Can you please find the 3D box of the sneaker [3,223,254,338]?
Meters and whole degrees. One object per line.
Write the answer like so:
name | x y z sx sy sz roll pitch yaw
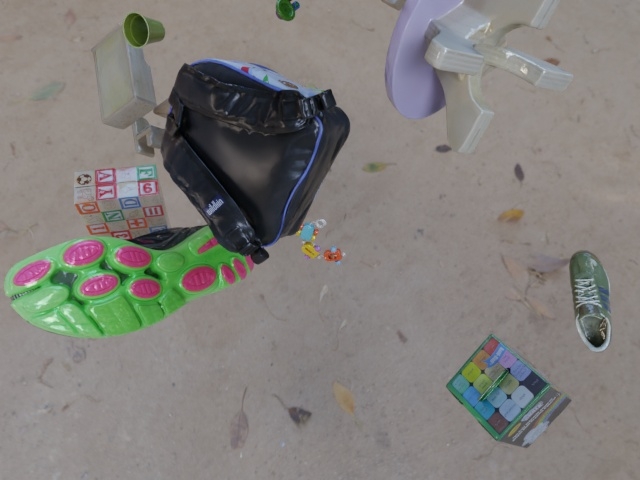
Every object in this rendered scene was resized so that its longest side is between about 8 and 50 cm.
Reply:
sneaker | -0.346 0.072 0.938 0.483 0.202 0.185 -11 89 -50

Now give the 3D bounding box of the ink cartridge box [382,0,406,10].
ink cartridge box | 0.175 -0.721 1.168 0.235 0.193 0.088 23 25 -45

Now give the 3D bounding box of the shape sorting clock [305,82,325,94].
shape sorting clock | 0.010 -0.456 1.668 0.206 0.040 0.206 41 33 -35

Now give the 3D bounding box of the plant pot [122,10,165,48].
plant pot | -0.436 -0.527 1.201 0.083 0.083 0.079 32 31 10

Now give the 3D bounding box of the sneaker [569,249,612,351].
sneaker | 0.506 0.118 0.891 0.086 0.064 0.192 -18 96 -57

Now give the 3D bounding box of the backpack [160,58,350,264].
backpack | -0.108 -0.154 0.749 0.263 0.276 0.213 33 23 11

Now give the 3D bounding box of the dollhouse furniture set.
dollhouse furniture set | -0.471 -0.454 1.491 0.394 0.362 0.256 8 66 -57

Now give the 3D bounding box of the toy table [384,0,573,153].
toy table | 0.218 -0.267 0.675 0.252 0.274 0.160 -11 47 -22

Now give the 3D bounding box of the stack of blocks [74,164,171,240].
stack of blocks | -0.458 -0.048 1.152 0.171 0.297 0.087 -9 61 -13

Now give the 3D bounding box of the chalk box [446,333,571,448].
chalk box | 0.445 0.362 1.157 0.180 0.289 0.179 -50 45 6

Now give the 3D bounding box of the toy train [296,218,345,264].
toy train | 0.000 0.000 1.408 0.125 0.166 0.046 -12 33 20

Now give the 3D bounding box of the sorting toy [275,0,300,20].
sorting toy | -0.084 -0.539 1.093 0.061 0.042 0.101 13 75 -37
